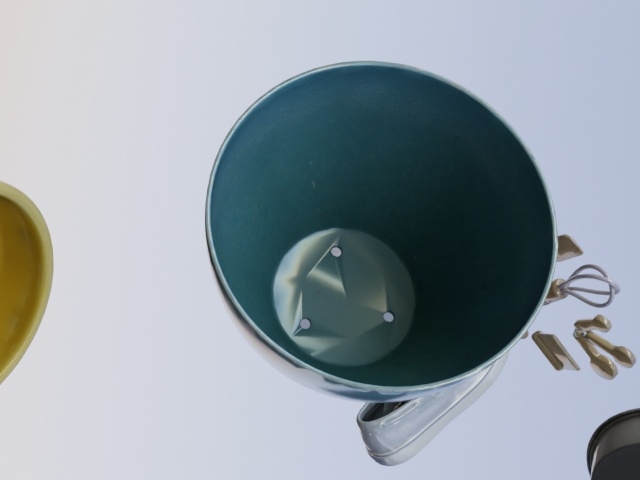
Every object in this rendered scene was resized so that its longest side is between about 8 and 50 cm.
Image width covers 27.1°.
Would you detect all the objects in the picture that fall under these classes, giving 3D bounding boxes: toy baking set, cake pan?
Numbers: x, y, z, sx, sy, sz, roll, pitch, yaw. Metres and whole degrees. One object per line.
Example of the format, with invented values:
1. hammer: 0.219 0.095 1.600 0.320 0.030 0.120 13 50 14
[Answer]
1. toy baking set: 0.287 0.070 1.593 0.197 0.256 0.030 17 -128 44
2. cake pan: 0.507 0.357 1.864 0.054 0.293 0.293 -53 -179 -41

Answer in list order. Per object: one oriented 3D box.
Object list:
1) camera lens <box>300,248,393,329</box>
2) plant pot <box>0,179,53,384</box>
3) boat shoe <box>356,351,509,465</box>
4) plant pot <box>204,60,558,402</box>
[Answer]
1. camera lens: 0.000 0.000 1.698 0.219 0.219 0.274 -61 -145 37
2. plant pot: -0.437 0.024 1.323 0.239 0.254 0.254 23 -79 30
3. boat shoe: 0.129 0.154 1.503 0.227 0.081 0.079 -43 -145 -22
4. plant pot: 0.037 0.019 1.159 0.195 0.290 0.290 112 -17 -65
